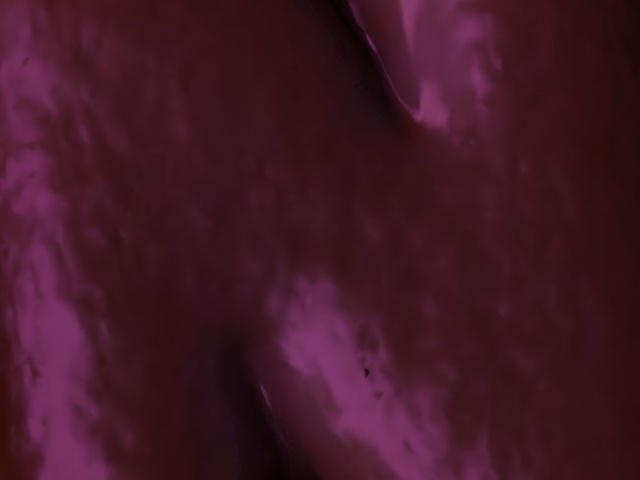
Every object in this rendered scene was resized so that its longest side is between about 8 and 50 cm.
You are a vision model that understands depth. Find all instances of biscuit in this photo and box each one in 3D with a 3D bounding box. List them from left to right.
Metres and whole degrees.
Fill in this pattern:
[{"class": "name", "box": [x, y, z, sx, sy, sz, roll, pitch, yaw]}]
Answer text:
[{"class": "biscuit", "box": [0.000, 0.000, 0.575, 0.236, 0.062, 0.291, -5, 87, -6]}]
